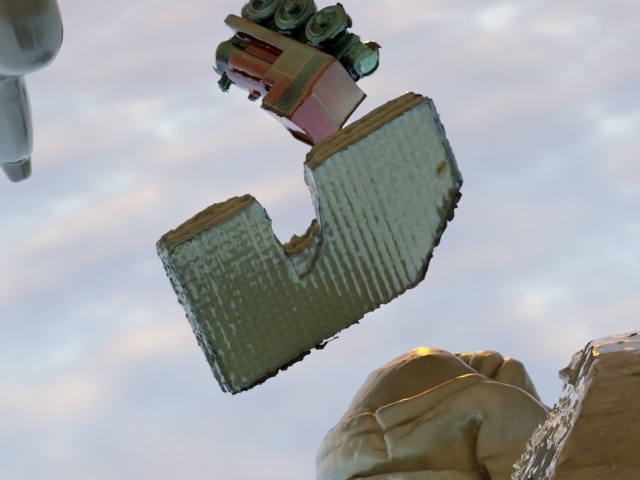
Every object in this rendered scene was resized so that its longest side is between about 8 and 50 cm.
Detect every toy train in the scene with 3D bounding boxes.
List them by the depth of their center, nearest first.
[{"bbox_3d":[-0.028,-0.155,1.728,0.118,0.074,0.176,-51,-138,-10],"label":"toy train"}]

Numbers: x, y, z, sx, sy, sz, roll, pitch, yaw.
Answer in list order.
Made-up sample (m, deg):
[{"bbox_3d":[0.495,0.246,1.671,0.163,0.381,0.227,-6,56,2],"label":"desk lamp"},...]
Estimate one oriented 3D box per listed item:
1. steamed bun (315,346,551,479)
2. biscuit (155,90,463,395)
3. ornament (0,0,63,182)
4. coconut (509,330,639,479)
[{"bbox_3d":[0.098,0.215,1.480,0.203,0.289,0.276,-20,162,-15],"label":"steamed bun"},{"bbox_3d":[0.000,0.000,1.542,0.250,0.147,0.046,-32,-150,-13],"label":"biscuit"},{"bbox_3d":[-0.237,-0.155,1.407,0.061,0.245,0.230,-23,-170,-20],"label":"ornament"},{"bbox_3d":[0.206,0.257,0.902,0.404,0.404,0.404,-10,-162,3],"label":"coconut"}]
